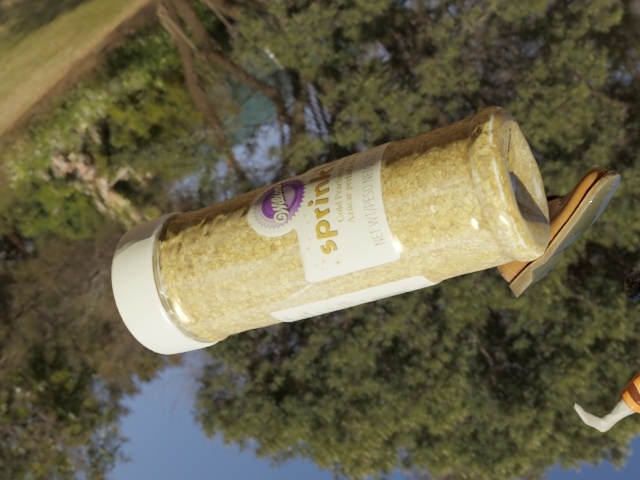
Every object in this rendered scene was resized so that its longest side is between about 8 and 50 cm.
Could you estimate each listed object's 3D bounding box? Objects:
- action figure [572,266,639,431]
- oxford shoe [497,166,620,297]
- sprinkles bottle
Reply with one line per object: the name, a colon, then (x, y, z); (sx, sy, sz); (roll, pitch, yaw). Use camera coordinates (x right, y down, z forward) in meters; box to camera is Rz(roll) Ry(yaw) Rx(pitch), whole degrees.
action figure: (0.498, 0.163, 1.288); (0.330, 0.178, 0.341); (-39, -160, -2)
oxford shoe: (0.239, -0.019, 1.053); (0.076, 0.076, 0.212); (-28, 162, -34)
sprinkles bottle: (0.000, 0.000, 0.807); (0.355, 0.121, 0.121); (-17, -151, 27)
